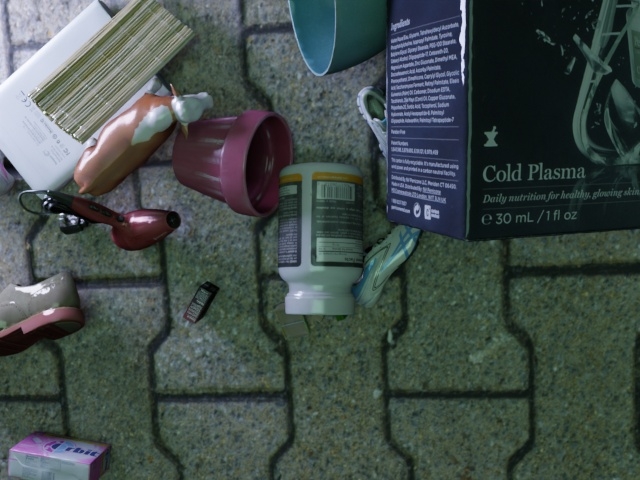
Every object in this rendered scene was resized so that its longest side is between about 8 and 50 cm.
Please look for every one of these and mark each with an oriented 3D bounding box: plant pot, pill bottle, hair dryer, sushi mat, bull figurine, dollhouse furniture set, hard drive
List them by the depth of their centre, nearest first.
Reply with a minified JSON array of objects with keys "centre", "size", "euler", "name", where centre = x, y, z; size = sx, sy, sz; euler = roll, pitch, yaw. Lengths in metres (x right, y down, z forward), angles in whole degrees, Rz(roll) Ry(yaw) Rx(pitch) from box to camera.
[{"centre":[0.070,-0.452,1.337],"size":[0.196,0.290,0.290],"euler":[-12,96,-15],"name":"plant pot"},{"centre":[-0.340,-0.205,1.413],"size":[0.310,0.188,0.101],"euler":[-35,116,10],"name":"bull figurine"},{"centre":[0.000,0.000,1.419],"size":[0.162,0.162,0.278],"euler":[0,86,7],"name":"pill bottle"},{"centre":[-0.397,-0.335,1.436],"size":[0.151,0.019,0.316],"euler":[39,75,7],"name":"sushi mat"},{"centre":[-0.174,-0.154,1.438],"size":[0.180,0.201,0.201],"euler":[10,99,21],"name":"plant pot"},{"centre":[-0.412,-0.032,1.463],"size":[0.294,0.223,0.080],"euler":[1,78,5],"name":"hair dryer"},{"centre":[-0.505,-0.282,1.528],"size":[0.353,0.047,0.233],"euler":[-37,92,11],"name":"hard drive"},{"centre":[-0.014,0.145,1.533],"size":[0.152,0.058,0.076],"euler":[-16,103,28],"name":"dollhouse furniture set"}]

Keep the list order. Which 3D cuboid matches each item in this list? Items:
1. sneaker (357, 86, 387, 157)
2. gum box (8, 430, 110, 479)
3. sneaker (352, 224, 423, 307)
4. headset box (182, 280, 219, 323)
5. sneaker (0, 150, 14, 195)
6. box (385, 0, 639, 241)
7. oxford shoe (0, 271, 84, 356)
[{"centre":[0.130,-0.210,1.438],"size":[0.071,0.083,0.190],"euler":[-36,93,9],"name":"sneaker"},{"centre":[-0.559,0.466,1.601],"size":[0.189,0.107,0.062],"euler":[8,98,6],"name":"gum box"},{"centre":[0.129,0.022,1.467],"size":[0.086,0.085,0.237],"euler":[34,99,-3],"name":"sneaker"},{"centre":[-0.246,0.130,1.540],"size":[0.032,0.062,0.083],"euler":[29,99,4],"name":"headset box"},{"centre":[-0.720,-0.171,1.547],"size":[0.103,0.111,0.252],"euler":[-45,68,21],"name":"sneaker"},{"centre":[0.368,-0.259,1.181],"size":[0.480,0.297,0.471],"euler":[-4,98,-18],"name":"box"},{"centre":[-0.656,0.163,1.590],"size":[0.348,0.123,0.130],"euler":[-16,69,10],"name":"oxford shoe"}]
